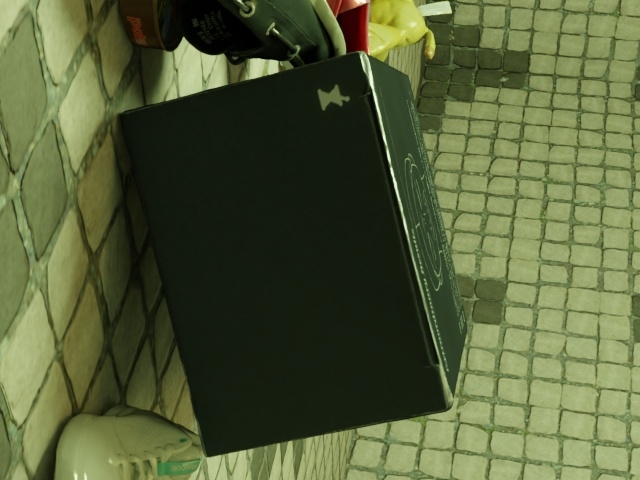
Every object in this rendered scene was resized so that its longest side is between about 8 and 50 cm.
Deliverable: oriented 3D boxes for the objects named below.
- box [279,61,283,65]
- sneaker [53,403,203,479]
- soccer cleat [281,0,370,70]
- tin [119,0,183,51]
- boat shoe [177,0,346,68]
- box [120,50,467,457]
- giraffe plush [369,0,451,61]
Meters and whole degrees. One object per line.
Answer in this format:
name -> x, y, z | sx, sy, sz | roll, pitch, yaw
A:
box -> 0.009, -0.345, 1.632 | 0.060, 0.100, 0.244 | -49, 145, -78
sneaker -> -0.144, 0.174, 0.992 | 0.212, 0.094, 0.080 | -35, 133, -79
soccer cleat -> 0.003, -0.301, 1.319 | 0.108, 0.116, 0.318 | -31, 133, -28
tin -> -0.124, -0.243, 1.021 | 0.106, 0.040, 0.190 | 88, 11, -64
boat shoe -> -0.065, -0.197, 0.987 | 0.127, 0.113, 0.340 | 54, 0, 11
box -> 0.000, 0.000, 1.174 | 0.395, 0.212, 0.293 | -26, 103, -81
giraffe plush -> 0.071, -0.328, 1.949 | 0.170, 0.210, 0.181 | -32, -123, 57
